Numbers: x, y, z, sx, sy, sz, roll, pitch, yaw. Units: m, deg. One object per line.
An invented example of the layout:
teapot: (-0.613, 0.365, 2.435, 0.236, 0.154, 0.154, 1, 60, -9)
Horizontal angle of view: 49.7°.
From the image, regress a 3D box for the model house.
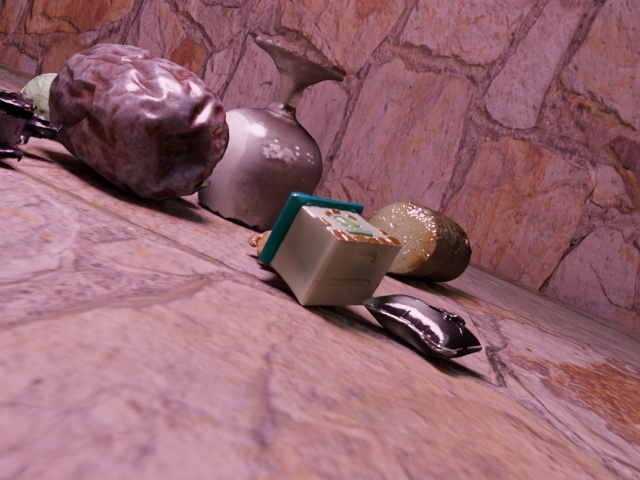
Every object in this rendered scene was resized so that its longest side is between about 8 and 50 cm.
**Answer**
model house: (0.000, 0.000, 0.849, 0.127, 0.100, 0.149, 6, 29, -47)

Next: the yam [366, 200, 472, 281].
yam: (0.209, 0.007, 1.449, 0.161, 0.161, 0.268, 27, 5, 31)

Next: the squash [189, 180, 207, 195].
squash: (-0.285, -0.131, 1.221, 0.219, 0.077, 0.068, 22, 25, 30)

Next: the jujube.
jujube: (-0.291, -0.192, 1.088, 0.317, 0.226, 0.226, 32, 11, 39)

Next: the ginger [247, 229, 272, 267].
ginger: (-0.010, 0.028, 0.977, 0.176, 0.052, 0.193, 30, 9, 14)

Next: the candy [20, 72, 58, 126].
candy: (-0.531, -0.262, 1.456, 0.119, 0.119, 0.440, 22, -1, -10)

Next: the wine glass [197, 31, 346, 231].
wine glass: (-0.093, -0.188, 1.264, 0.238, 0.323, 0.238, 25, 6, -3)

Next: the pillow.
pillow: (0.120, 0.102, 0.820, 0.136, 0.055, 0.091, 24, 38, 38)

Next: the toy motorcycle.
toy motorcycle: (-0.448, -0.167, 0.922, 0.157, 0.091, 0.263, 18, 6, -10)
